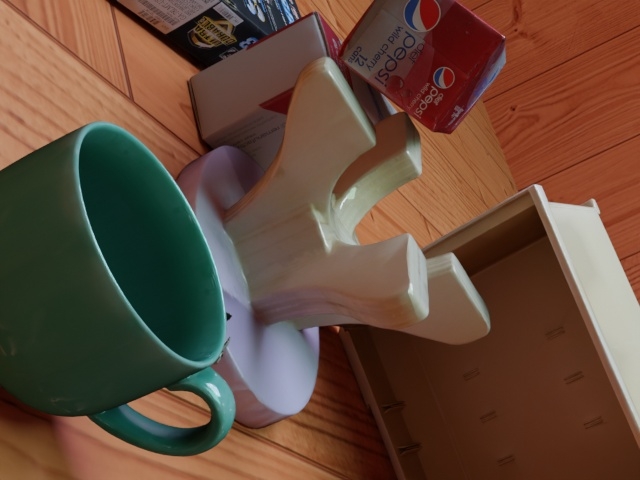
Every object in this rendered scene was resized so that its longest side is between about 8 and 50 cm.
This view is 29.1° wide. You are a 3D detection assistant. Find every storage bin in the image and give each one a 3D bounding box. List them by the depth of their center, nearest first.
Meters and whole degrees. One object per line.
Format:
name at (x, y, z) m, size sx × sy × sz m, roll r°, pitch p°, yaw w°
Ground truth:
storage bin at (0.148, 0.132, 1.008) m, size 0.123 × 0.260 × 0.262 m, roll 0°, pitch 64°, yaw -53°

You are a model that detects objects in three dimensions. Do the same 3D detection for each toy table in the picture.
toy table at (0.000, 0.000, 0.905) m, size 0.252 × 0.160 × 0.274 m, roll 51°, pitch 22°, yaw -38°

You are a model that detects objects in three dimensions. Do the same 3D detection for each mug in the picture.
mug at (-0.116, 0.032, 0.601) m, size 0.129 × 0.097 × 0.158 m, roll 30°, pitch 38°, yaw -64°

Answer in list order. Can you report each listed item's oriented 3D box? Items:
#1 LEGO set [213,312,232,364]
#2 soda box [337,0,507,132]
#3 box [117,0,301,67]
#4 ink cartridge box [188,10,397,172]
LEGO set at (-0.085, 0.051, 0.789) m, size 0.054 × 0.023 × 0.083 m, roll 9°, pitch 41°, yaw -24°
soda box at (0.086, -0.140, 0.959) m, size 0.092 × 0.083 × 0.263 m, roll 38°, pitch 9°, yaw 4°
box at (-0.122, -0.293, 1.116) m, size 0.293 × 0.073 × 0.296 m, roll 31°, pitch 36°, yaw -64°
ink cartridge box at (-0.011, -0.099, 1.070) m, size 0.175 × 0.127 × 0.072 m, roll 43°, pitch 26°, yaw -52°
